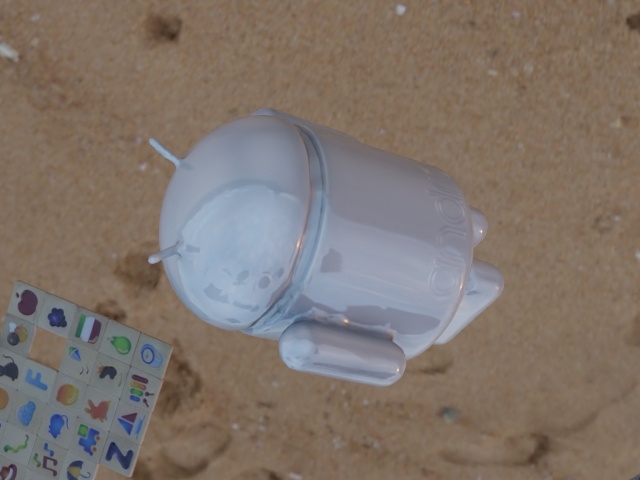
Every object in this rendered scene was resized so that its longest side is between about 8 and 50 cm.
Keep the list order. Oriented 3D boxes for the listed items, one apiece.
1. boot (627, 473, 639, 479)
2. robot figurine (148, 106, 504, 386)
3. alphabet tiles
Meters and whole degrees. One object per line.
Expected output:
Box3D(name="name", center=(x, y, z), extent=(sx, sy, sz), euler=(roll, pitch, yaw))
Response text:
Box3D(name="boot", center=(0.262, 0.166, 0.870), extent=(0.190, 0.086, 0.069), euler=(-8, 163, 31))
Box3D(name="robot figurine", center=(0.000, 0.000, 1.142), extent=(0.353, 0.300, 0.200), euler=(14, 133, -30))
Box3D(name="alphabet tiles", center=(-0.284, 0.188, 1.349), extent=(0.198, 0.009, 0.237), euler=(21, 101, 13))
